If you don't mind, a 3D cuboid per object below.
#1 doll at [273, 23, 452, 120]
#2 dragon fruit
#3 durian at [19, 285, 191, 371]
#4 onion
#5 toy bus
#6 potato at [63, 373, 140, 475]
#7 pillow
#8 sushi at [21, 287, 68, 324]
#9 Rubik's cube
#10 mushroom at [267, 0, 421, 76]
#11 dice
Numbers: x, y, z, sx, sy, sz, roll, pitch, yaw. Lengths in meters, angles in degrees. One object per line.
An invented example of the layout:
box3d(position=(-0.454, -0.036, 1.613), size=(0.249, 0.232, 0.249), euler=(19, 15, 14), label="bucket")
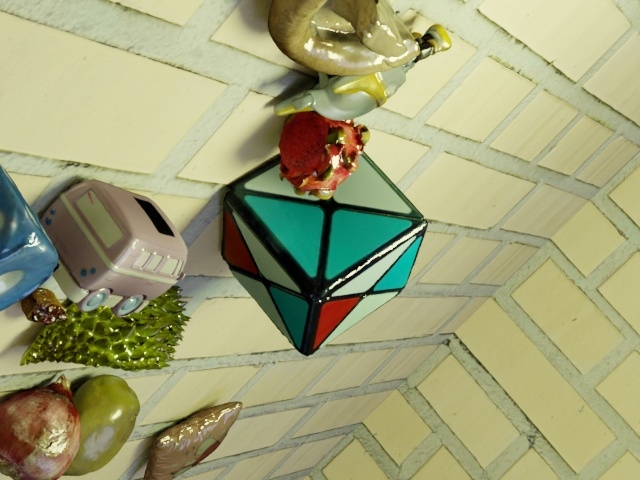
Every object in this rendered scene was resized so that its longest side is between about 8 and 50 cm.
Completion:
box3d(position=(0.069, -0.251, 1.794), size=(0.316, 0.145, 0.103), euler=(-33, 127, -38), label="doll")
box3d(position=(0.008, -0.148, 1.851), size=(0.133, 0.150, 0.208), euler=(-11, -159, 30), label="dragon fruit")
box3d(position=(-0.324, 0.139, 1.943), size=(0.169, 0.158, 0.355), euler=(-9, 172, 23), label="durian")
box3d(position=(-0.460, 0.302, 1.953), size=(0.195, 0.159, 0.159), euler=(-61, 174, -32), label="onion")
box3d(position=(-0.281, 0.012, 1.631), size=(0.142, 0.142, 0.202), euler=(-44, 160, 10), label="toy bus")
box3d(position=(-0.410, 0.324, 2.088), size=(0.200, 0.154, 0.137), euler=(-37, 123, -1), label="potato")
box3d(position=(-0.295, 0.459, 2.686), size=(0.236, 0.084, 0.223), euler=(-26, 158, -31), label="pillow")
box3d(position=(-0.404, 0.100, 1.736), size=(0.050, 0.047, 0.099), euler=(-42, 160, 12), label="sushi")
box3d(position=(0.000, 0.000, 1.981), size=(0.248, 0.246, 0.250), euler=(-35, 160, -22), label="Rubik's cube")
box3d(position=(0.017, -0.284, 1.557), size=(0.151, 0.156, 0.285), euler=(-33, 151, 16), label="mushroom")
box3d(position=(-0.396, -0.001, 1.377), size=(0.143, 0.146, 0.146), euler=(-35, 161, -10), label="dice")
